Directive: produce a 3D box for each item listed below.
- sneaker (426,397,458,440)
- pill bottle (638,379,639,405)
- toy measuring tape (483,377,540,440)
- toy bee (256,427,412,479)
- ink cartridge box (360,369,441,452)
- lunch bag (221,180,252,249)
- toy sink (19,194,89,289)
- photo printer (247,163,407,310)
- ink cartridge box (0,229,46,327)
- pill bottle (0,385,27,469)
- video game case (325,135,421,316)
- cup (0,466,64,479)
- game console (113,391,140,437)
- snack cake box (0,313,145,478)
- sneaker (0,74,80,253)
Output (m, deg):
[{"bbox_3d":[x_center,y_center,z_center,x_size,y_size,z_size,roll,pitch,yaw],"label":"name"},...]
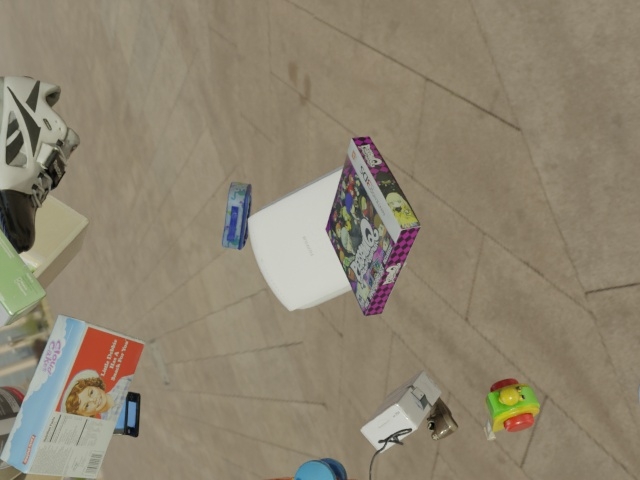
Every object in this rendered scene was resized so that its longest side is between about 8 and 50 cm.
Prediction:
[{"bbox_3d":[0.300,0.456,1.618,0.066,0.071,0.188,53,-177,-1],"label":"sneaker"},{"bbox_3d":[0.592,0.234,0.939,0.187,0.112,0.111,-33,76,59],"label":"pill bottle"},{"bbox_3d":[0.453,0.409,1.489,0.121,0.121,0.330,56,172,32],"label":"toy measuring tape"},{"bbox_3d":[0.018,0.433,1.014,0.298,0.195,0.162,-30,65,29],"label":"toy bee"},{"bbox_3d":[0.204,0.426,1.572,0.082,0.191,0.139,49,122,6],"label":"ink cartridge box"},{"bbox_3d":[-0.290,-0.085,2.179,0.176,0.090,0.218,-94,13,-70],"label":"lunch bag"},{"bbox_3d":[-0.694,0.029,1.516,0.131,0.234,0.153,34,139,-7],"label":"toy sink"},{"bbox_3d":[0.000,0.000,1.377,0.255,0.308,0.107,66,-163,3],"label":"photo printer"},{"bbox_3d":[-0.465,0.040,0.855,0.171,0.056,0.235,56,146,-6],"label":"ink cartridge box"},{"bbox_3d":[-0.746,0.399,1.258,0.176,0.176,0.319,65,-161,15],"label":"pill bottle"},{"bbox_3d":[0.080,-0.021,1.061,0.232,0.042,0.210,106,149,-48],"label":"video game case"},{"bbox_3d":[-0.833,0.585,1.539,0.237,0.331,0.331,37,144,15],"label":"cup"},{"bbox_3d":[-0.563,0.491,1.767,0.107,0.071,0.122,-9,77,50],"label":"game console"},{"bbox_3d":[-0.441,0.283,1.133,0.089,0.152,0.264,7,72,36],"label":"snack cake box"},{"bbox_3d":[-0.479,-0.139,1.053,0.122,0.146,0.330,136,126,-60],"label":"sneaker"}]
